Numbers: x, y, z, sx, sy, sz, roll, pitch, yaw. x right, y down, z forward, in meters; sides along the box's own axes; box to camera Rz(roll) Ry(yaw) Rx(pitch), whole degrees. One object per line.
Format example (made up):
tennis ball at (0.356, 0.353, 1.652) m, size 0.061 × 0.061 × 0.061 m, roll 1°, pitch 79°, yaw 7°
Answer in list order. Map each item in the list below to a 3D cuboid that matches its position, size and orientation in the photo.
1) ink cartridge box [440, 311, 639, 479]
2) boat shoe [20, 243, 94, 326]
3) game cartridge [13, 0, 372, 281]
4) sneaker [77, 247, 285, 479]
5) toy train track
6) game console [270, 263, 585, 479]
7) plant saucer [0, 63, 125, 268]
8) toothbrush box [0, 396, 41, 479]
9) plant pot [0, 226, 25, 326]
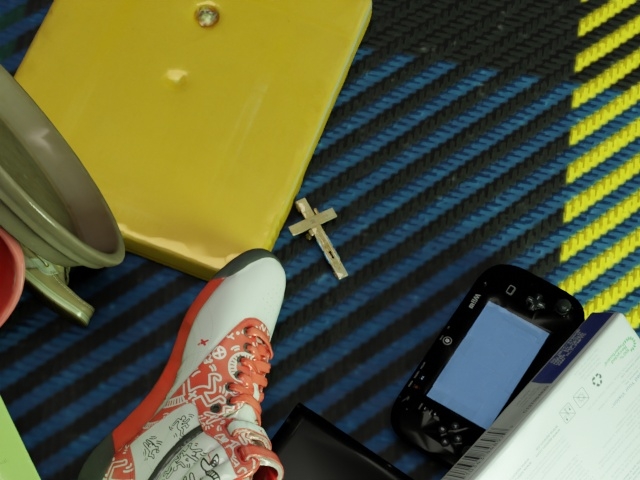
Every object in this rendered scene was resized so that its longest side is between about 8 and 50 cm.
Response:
ink cartridge box at (0.233, 0.213, 1.246) m, size 0.223 × 0.045 × 0.224 m, roll -43°, pitch 107°, yaw -22°
boat shoe at (-0.246, 0.022, 1.307) m, size 0.135 × 0.050 × 0.045 m, roll 38°, pitch 73°, yaw 12°
game cartridge at (-0.136, -0.138, 1.395) m, size 0.285 × 0.052 × 0.323 m, roll 21°, pitch 68°, yaw 4°
sneaker at (-0.070, 0.139, 1.222) m, size 0.145 × 0.090 × 0.270 m, roll 22°, pitch 68°, yaw 36°
toy train track at (0.000, 0.000, 1.362) m, size 0.048 × 0.014 × 0.083 m, roll -24°, pitch 76°, yaw -23°
game console at (0.092, 0.164, 1.280) m, size 0.213 × 0.044 × 0.361 m, roll 33°, pitch 66°, yaw 9°
plant saucer at (-0.260, -0.081, 1.199) m, size 0.041 × 0.278 × 0.278 m, roll -39°, pitch 73°, yaw 5°
toothbrush box at (-0.269, 0.210, 1.135) m, size 0.122 × 0.206 × 0.283 m, roll -24°, pitch 71°, yaw -15°
plant pot at (-0.400, -0.042, 1.219) m, size 0.275 × 0.275 × 0.243 m, roll -16°, pitch 58°, yaw -12°
